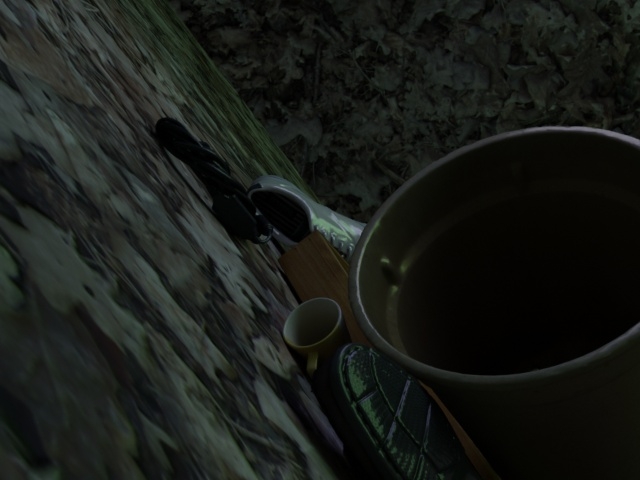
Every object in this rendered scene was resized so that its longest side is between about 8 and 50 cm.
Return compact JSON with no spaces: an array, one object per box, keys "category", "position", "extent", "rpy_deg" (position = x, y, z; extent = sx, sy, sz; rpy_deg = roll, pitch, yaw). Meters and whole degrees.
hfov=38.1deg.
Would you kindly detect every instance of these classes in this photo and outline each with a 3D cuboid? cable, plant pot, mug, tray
[{"category":"cable","position":[-0.123,-0.080,1.074],"extent":[0.184,0.047,0.150],"rpy_deg":[50,5,-29]},{"category":"plant pot","position":[0.238,0.104,0.962],"extent":[0.305,0.334,0.334],"rpy_deg":[61,-2,-38]},{"category":"mug","position":[-0.001,0.106,0.915],"extent":[0.062,0.078,0.064],"rpy_deg":[14,-35,40]},{"category":"tray","position":[0.097,0.184,1.121],"extent":[0.203,0.076,0.411],"rpy_deg":[48,7,-48]}]

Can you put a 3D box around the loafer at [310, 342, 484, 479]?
[{"category":"loafer","position":[0.085,0.218,0.794],"extent":[0.302,0.095,0.109],"rpy_deg":[47,36,-15]}]

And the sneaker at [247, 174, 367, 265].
[{"category":"sneaker","position":[0.000,0.000,1.305],"extent":[0.258,0.094,0.091],"rpy_deg":[30,18,5]}]
